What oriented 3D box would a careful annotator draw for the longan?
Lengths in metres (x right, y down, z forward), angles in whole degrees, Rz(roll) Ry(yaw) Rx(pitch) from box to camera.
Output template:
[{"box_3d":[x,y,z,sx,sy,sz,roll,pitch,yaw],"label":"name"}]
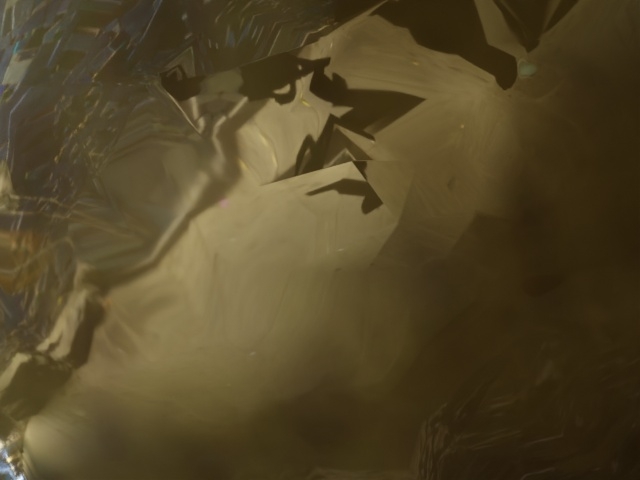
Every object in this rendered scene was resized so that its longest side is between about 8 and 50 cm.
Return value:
[{"box_3d":[-0.002,-0.008,0.611,0.436,0.404,0.404,-32,-87,23],"label":"longan"}]
